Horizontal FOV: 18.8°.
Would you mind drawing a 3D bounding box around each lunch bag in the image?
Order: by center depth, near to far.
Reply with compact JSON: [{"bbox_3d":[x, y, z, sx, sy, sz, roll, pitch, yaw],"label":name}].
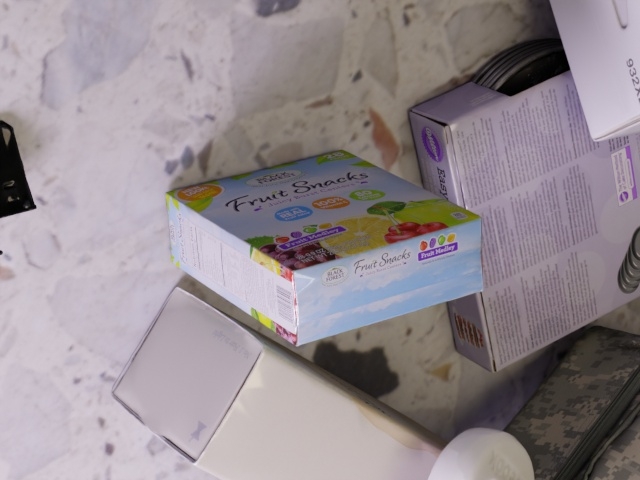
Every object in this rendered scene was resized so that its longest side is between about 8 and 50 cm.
[{"bbox_3d":[0.308,0.237,1.743,0.305,0.256,0.212,-43,131,-35],"label":"lunch bag"}]

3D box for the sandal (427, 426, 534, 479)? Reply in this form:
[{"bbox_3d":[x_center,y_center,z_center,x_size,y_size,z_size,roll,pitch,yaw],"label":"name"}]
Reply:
[{"bbox_3d":[0.073,0.351,1.588,0.169,0.102,0.416,24,84,-51],"label":"sandal"}]

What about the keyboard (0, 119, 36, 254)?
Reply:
[{"bbox_3d":[-0.310,-0.022,1.440,0.192,0.038,0.100,-15,91,-27],"label":"keyboard"}]

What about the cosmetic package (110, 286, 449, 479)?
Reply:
[{"bbox_3d":[-0.004,0.170,1.618,0.309,0.160,0.113,33,88,-37],"label":"cosmetic package"}]

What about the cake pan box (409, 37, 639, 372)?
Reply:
[{"bbox_3d":[0.213,-0.047,1.739,0.245,0.070,0.267,-28,119,-25],"label":"cake pan box"}]

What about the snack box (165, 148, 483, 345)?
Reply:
[{"bbox_3d":[0.000,0.000,1.530,0.174,0.207,0.070,-15,114,-29],"label":"snack box"}]

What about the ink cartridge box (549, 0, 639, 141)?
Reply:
[{"bbox_3d":[0.356,-0.228,1.676,0.307,0.129,0.223,-12,82,-29],"label":"ink cartridge box"}]
